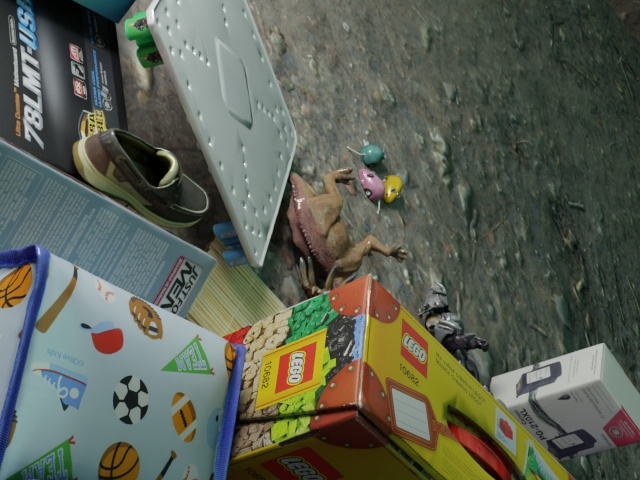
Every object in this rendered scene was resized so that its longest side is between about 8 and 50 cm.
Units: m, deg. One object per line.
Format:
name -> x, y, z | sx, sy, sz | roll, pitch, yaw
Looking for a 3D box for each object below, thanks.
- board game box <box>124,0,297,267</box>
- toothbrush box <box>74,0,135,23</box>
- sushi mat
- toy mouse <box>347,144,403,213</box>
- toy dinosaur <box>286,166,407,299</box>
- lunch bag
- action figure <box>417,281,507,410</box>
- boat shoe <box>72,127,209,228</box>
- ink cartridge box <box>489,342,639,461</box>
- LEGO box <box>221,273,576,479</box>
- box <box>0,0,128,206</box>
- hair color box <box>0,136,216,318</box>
board game box -> -0.142, -0.215, 1.848 | 0.390, 0.050, 0.390 | -77, 150, -57
toothbrush box -> -0.362, -0.420, 1.620 | 0.295, 0.126, 0.216 | 22, 23, -53
sushi mat -> -0.079, 0.144, 1.844 | 0.316, 0.019, 0.151 | 50, 42, -26
toy mouse -> 0.100, -0.124, 2.332 | 0.143, 0.031, 0.161 | 50, 34, -27
toy dinosaur -> 0.000, 0.000, 2.002 | 0.200, 0.127, 0.295 | -29, 89, -53
lunch bag -> -0.261, 0.239, 1.305 | 0.328, 0.239, 0.385 | 33, 59, -45
action figure -> 0.241, 0.203, 2.244 | 0.185, 0.099, 0.285 | 11, 58, -61
boat shoe -> -0.206, -0.077, 1.620 | 0.223, 0.073, 0.080 | 28, 46, -48
ink cartridge box -> 0.446, 0.305, 2.380 | 0.172, 0.237, 0.100 | 51, 36, -25
LEGO box -> 0.050, 0.312, 1.599 | 0.500, 0.372, 0.193 | 45, 35, -33
box -> -0.363, -0.201, 1.605 | 0.293, 0.073, 0.295 | 25, 49, -51
hair color box -> -0.310, -0.029, 1.417 | 0.374, 0.185, 0.113 | 33, 86, -46
